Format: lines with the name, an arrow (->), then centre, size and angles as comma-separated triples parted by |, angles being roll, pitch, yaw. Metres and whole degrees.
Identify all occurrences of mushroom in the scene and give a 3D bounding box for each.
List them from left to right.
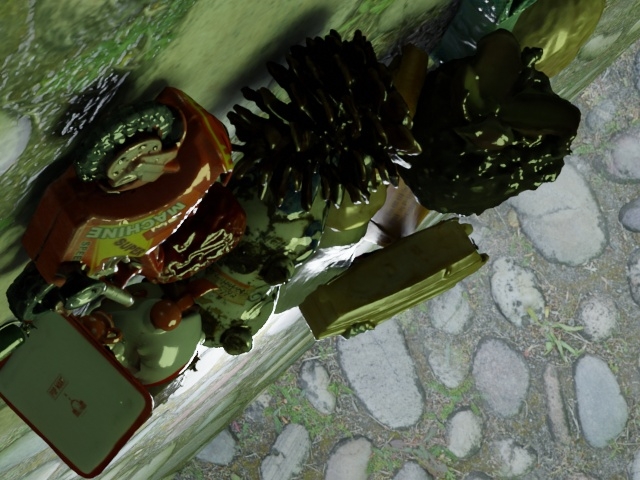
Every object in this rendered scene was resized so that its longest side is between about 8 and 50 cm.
mushroom -> 0.000, 0.000, 1.839 | 0.159, 0.122, 0.328 | -59, 180, -27

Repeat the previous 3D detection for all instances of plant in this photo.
plant -> 0.196, -0.139, 1.519 | 0.204, 0.178, 0.234 | 9, 149, -22

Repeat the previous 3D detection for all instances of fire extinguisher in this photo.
fire extinguisher -> -0.312, 0.101, 1.252 | 0.083, 0.025, 0.038 | -38, 149, -21

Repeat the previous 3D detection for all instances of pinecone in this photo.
pinecone -> -0.007, -0.100, 1.177 | 0.165, 0.163, 0.163 | -22, 170, -5

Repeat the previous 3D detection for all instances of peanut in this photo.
peanut -> 0.300, -0.280, 1.813 | 0.197, 0.110, 0.233 | -39, 170, -14

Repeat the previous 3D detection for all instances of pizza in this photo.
pizza -> 0.053, -0.136, 1.544 | 0.199, 0.062, 0.188 | -34, -149, 65

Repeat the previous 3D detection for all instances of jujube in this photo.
jujube -> -0.134, -0.005, 1.330 | 0.129, 0.077, 0.077 | -39, 172, -26

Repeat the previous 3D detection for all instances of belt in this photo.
belt -> 0.204, -0.267, 1.544 | 0.087, 0.072, 0.302 | -33, 171, -16

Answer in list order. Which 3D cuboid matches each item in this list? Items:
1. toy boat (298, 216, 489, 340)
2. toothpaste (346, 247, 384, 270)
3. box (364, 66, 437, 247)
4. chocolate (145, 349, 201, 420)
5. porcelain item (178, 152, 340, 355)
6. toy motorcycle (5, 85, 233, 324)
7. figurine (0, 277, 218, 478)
toy boat -> 0.110, 0.059, 1.835 | 0.310, 0.089, 0.115 | -27, 163, -23
toothpaste -> 0.074, 0.038, 1.909 | 0.071, 0.045, 0.193 | -59, 161, 21
box -> 0.139, -0.111, 1.832 | 0.274, 0.076, 0.174 | 120, -6, -67
chocolate -> -0.274, 0.211, 1.790 | 0.214, 0.093, 0.148 | -37, 170, -33
porcelain item -> -0.082, 0.004, 1.526 | 0.288, 0.138, 0.186 | -55, -178, 44
toy motorcycle -> -0.158, -0.027, 1.046 | 0.171, 0.089, 0.298 | -33, 168, -39
figurine -> -0.200, 0.105, 1.390 | 0.226, 0.160, 0.183 | -41, 175, -48
